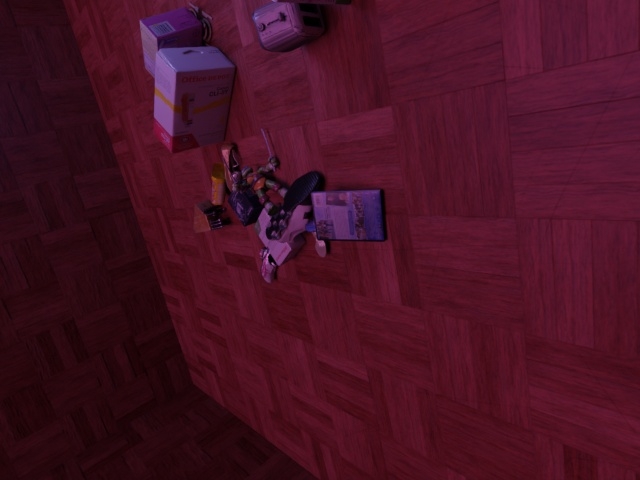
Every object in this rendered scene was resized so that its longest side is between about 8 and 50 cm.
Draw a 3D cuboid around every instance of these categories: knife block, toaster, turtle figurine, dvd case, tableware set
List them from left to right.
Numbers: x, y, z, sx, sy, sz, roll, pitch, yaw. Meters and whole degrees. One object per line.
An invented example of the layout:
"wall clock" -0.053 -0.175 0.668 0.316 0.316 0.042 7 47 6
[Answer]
"tableware set" -0.531 -0.920 1.741 0.194 0.039 0.128 43 137 26
"knife block" -0.588 -0.091 2.217 0.242 0.088 0.276 45 137 25
"turtle figurine" -0.249 -0.247 1.651 0.266 0.197 0.275 44 141 20
"toaster" -0.087 -0.660 1.244 0.146 0.227 0.129 -6 107 33
"dvd case" 0.094 -0.083 1.396 0.252 0.022 0.181 1 113 23

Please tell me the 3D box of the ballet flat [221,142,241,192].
"ballet flat" -0.406 -0.332 1.888 0.073 0.080 0.233 4 116 28

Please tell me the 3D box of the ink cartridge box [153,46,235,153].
"ink cartridge box" -0.541 -0.594 1.733 0.160 0.279 0.385 47 139 21

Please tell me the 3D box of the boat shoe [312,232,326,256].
"boat shoe" 0.002 0.000 1.616 0.048 0.042 0.133 -9 104 30

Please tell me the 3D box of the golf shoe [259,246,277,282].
"golf shoe" -0.243 0.126 1.948 0.085 0.067 0.186 17 122 42

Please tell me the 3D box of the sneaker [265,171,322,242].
"sneaker" -0.073 -0.122 1.594 0.331 0.146 0.123 -51 41 26

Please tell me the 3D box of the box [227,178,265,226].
"box" -0.333 -0.176 1.870 0.158 0.093 0.156 54 141 12

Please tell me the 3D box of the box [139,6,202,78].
"box" -0.624 -0.818 1.723 0.117 0.213 0.243 48 150 8

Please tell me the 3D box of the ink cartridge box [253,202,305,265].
"ink cartridge box" -0.181 -0.025 1.771 0.220 0.092 0.160 55 142 12

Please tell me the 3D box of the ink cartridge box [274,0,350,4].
"ink cartridge box" -0.022 -0.737 1.049 0.117 0.278 0.202 47 139 22

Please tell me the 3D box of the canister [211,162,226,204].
"canister" -0.494 -0.274 1.990 0.170 0.073 0.126 108 162 -44

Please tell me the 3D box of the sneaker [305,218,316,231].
"sneaker" 0.026 -0.092 1.508 0.221 0.083 0.087 -25 78 37
